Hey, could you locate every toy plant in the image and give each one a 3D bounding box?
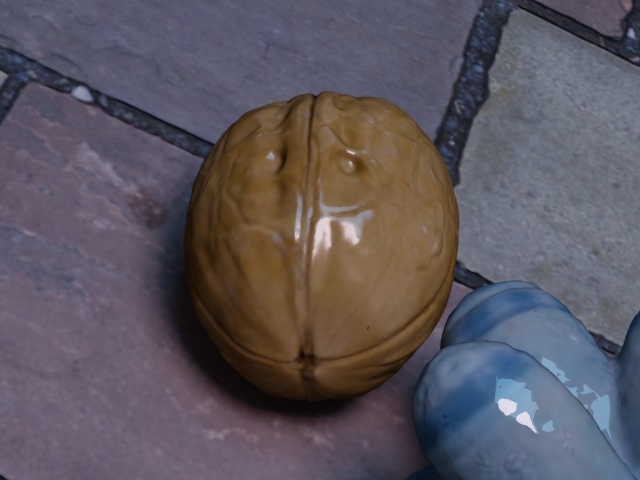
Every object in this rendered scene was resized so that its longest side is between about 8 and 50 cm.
[{"bbox_3d":[0.159,0.150,0.994,0.247,0.247,0.332,-7,49,-32],"label":"toy plant"}]

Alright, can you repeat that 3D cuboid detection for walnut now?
[{"bbox_3d":[0.000,0.000,1.098,0.165,0.165,0.197,22,40,-6],"label":"walnut"}]
